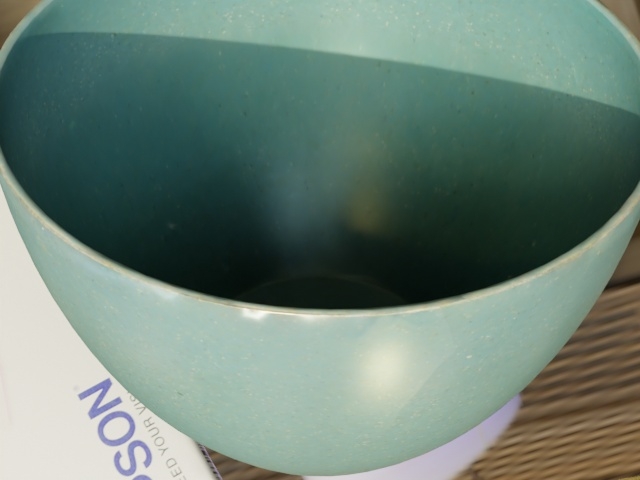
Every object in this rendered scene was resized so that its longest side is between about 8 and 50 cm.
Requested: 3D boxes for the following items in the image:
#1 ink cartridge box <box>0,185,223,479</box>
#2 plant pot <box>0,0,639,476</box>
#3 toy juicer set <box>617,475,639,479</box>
[{"bbox_3d":[-0.267,0.112,0.774,0.330,0.324,0.071,-30,169,-9],"label":"ink cartridge box"},{"bbox_3d":[0.000,0.000,0.621,0.290,0.195,0.290,1,-138,-1],"label":"plant pot"},{"bbox_3d":[0.313,0.128,0.661,0.329,0.089,0.209,-13,-168,35],"label":"toy juicer set"}]
